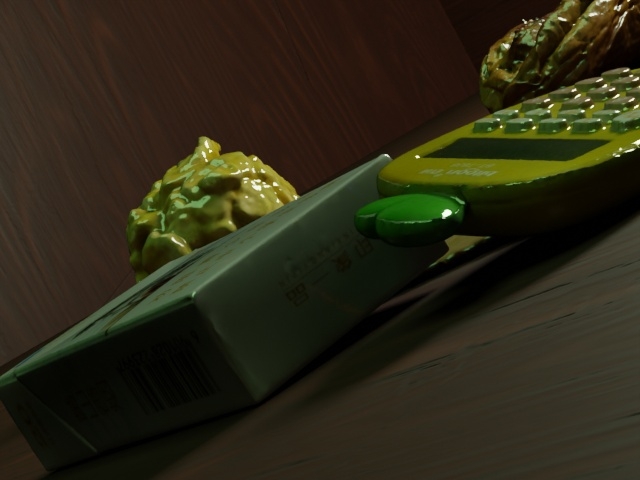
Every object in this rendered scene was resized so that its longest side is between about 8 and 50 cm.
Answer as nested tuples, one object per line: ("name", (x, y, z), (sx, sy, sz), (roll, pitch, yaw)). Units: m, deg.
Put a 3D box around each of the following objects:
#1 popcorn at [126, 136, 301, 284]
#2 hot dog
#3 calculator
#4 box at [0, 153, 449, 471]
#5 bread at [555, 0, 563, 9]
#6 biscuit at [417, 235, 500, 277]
("popcorn", (-0.084, -0.013, 1.421), (0.163, 0.140, 0.194), (-33, 3, 28))
("hot dog", (0.244, -0.181, 1.605), (0.160, 0.099, 0.227), (-25, 2, 42))
("calculator", (0.112, -0.041, 0.810), (0.235, 0.032, 0.146), (-27, 18, -33))
("box", (-0.060, 0.043, 0.901), (0.149, 0.067, 0.233), (-33, 5, -36))
("bread", (0.386, -0.278, 1.739), (0.166, 0.112, 0.383), (-32, 4, -40))
("biscuit", (0.124, -0.030, 0.979), (0.232, 0.013, 0.237), (-27, 4, 33))
